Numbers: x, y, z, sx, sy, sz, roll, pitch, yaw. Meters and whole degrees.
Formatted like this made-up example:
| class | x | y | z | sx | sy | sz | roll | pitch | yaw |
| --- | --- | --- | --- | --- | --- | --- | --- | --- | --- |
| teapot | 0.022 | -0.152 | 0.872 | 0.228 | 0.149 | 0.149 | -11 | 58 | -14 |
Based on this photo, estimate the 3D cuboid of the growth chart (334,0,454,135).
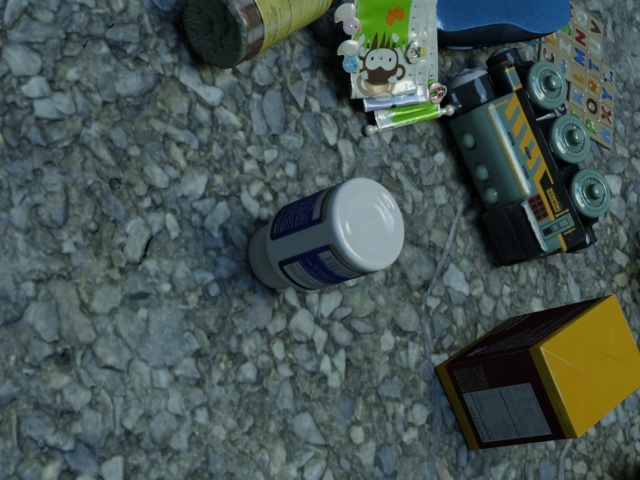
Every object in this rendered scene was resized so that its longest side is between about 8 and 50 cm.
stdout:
| class | x | y | z | sx | sy | sz | roll | pitch | yaw |
| --- | --- | --- | --- | --- | --- | --- | --- | --- | --- |
| growth chart | 0.101 | -0.257 | 1.532 | 0.172 | 0.021 | 0.237 | -22 | 122 | -21 |

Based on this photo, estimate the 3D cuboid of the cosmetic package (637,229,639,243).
| class | x | y | z | sx | sy | sz | roll | pitch | yaw |
| --- | --- | --- | --- | --- | --- | --- | --- | --- | --- |
| cosmetic package | 0.708 | 0.133 | 1.886 | 0.156 | 0.217 | 0.385 | -9 | 81 | -40 |

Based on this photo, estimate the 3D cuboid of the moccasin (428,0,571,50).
| class | x | y | z | sx | sy | sz | roll | pitch | yaw |
| --- | --- | --- | --- | --- | --- | --- | --- | --- | --- |
| moccasin | 0.236 | -0.356 | 1.696 | 0.342 | 0.116 | 0.138 | -6 | 82 | -38 |

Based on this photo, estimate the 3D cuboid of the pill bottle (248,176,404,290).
| class | x | y | z | sx | sy | sz | roll | pitch | yaw |
| --- | --- | --- | --- | --- | --- | --- | --- | --- | --- |
| pill bottle | 0.000 | 0.000 | 1.342 | 0.112 | 0.186 | 0.112 | 12 | 70 | -37 |

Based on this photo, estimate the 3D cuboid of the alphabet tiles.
| class | x | y | z | sx | sy | sz | roll | pitch | yaw |
| --- | --- | --- | --- | --- | --- | --- | --- | --- | --- |
| alphabet tiles | 0.443 | -0.297 | 1.923 | 0.198 | 0.009 | 0.237 | 24 | 63 | -33 |

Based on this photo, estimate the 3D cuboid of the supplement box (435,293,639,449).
| class | x | y | z | sx | sy | sz | roll | pitch | yaw |
| --- | --- | --- | --- | --- | --- | --- | --- | --- | --- |
| supplement box | 0.304 | 0.182 | 1.541 | 0.191 | 0.194 | 0.129 | -26 | 94 | -41 |

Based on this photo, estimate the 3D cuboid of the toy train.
| class | x | y | z | sx | sy | sz | roll | pitch | yaw |
| --- | --- | --- | --- | --- | --- | --- | --- | --- | --- |
| toy train | 0.304 | -0.121 | 1.676 | 0.190 | 0.142 | 0.334 | -25 | 94 | -32 |

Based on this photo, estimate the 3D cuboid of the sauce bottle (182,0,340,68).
| class | x | y | z | sx | sy | sz | roll | pitch | yaw |
| --- | --- | --- | --- | --- | --- | --- | --- | --- | --- |
| sauce bottle | -0.036 | -0.335 | 1.464 | 0.344 | 0.111 | 0.111 | -42 | 105 | -44 |
